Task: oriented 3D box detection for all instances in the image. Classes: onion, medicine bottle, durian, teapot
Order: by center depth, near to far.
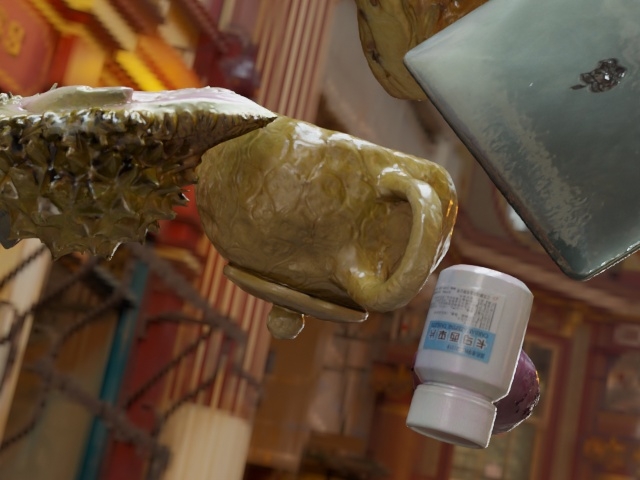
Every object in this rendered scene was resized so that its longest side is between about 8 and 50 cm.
[{"bbox_3d":[0.077,0.061,0.843,0.052,0.089,0.052,16,-12,3],"label":"medicine bottle"},{"bbox_3d":[-0.141,-0.065,1.136,0.224,0.140,0.078,-17,-8,3],"label":"durian"},{"bbox_3d":[0.000,0.000,1.233,0.203,0.167,0.311,17,1,-30],"label":"teapot"},{"bbox_3d":[0.136,0.120,1.410,0.115,0.104,0.115,3,-32,2],"label":"onion"}]

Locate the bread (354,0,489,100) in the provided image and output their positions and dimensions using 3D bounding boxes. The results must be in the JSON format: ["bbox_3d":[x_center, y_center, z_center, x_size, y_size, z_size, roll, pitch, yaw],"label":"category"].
[{"bbox_3d":[0.132,-0.270,1.728,0.099,0.210,0.235,29,-21,23],"label":"bread"}]

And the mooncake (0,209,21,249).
[{"bbox_3d":[-0.322,-0.062,1.818,0.130,0.125,0.073,-32,-66,33],"label":"mooncake"}]

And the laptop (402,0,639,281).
[{"bbox_3d":[0.176,-0.097,0.989,0.188,0.269,0.015,-32,-49,1],"label":"laptop"}]
